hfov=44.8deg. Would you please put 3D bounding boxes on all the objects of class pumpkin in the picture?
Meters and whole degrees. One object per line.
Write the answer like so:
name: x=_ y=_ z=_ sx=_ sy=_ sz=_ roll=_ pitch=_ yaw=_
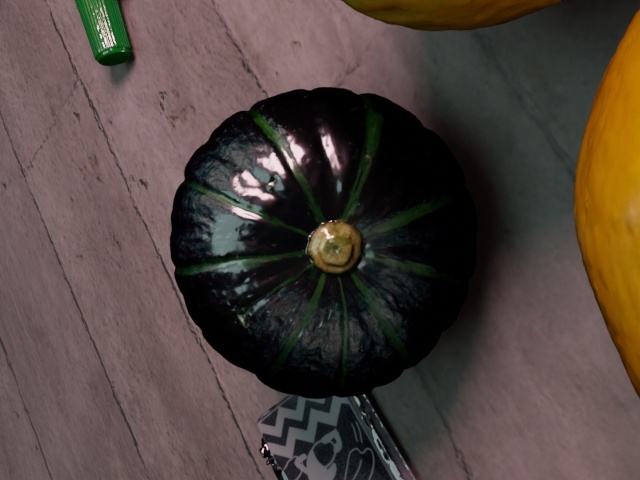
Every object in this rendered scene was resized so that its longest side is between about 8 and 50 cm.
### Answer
pumpkin: x=0.000 y=0.000 z=0.655 sx=0.248 sy=0.248 sz=0.248 roll=8 pitch=102 yaw=43

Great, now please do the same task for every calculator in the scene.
calculator: x=0.039 y=0.266 z=0.768 sx=0.165 sy=0.028 sz=0.274 roll=-44 pitch=68 yaw=35

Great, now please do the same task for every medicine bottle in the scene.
medicine bottle: x=-0.293 y=-0.343 z=0.964 sx=0.095 sy=0.064 sz=0.261 roll=-30 pitch=76 yaw=58

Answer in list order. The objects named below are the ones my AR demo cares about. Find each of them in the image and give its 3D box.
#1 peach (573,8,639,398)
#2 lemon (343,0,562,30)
peach: x=0.274 y=-0.013 z=0.313 sx=0.372 sy=0.289 sz=0.373 roll=172 pitch=90 yaw=-75
lemon: x=0.088 y=-0.262 z=0.438 sx=0.285 sy=0.316 sz=0.286 roll=7 pitch=100 yaw=43
